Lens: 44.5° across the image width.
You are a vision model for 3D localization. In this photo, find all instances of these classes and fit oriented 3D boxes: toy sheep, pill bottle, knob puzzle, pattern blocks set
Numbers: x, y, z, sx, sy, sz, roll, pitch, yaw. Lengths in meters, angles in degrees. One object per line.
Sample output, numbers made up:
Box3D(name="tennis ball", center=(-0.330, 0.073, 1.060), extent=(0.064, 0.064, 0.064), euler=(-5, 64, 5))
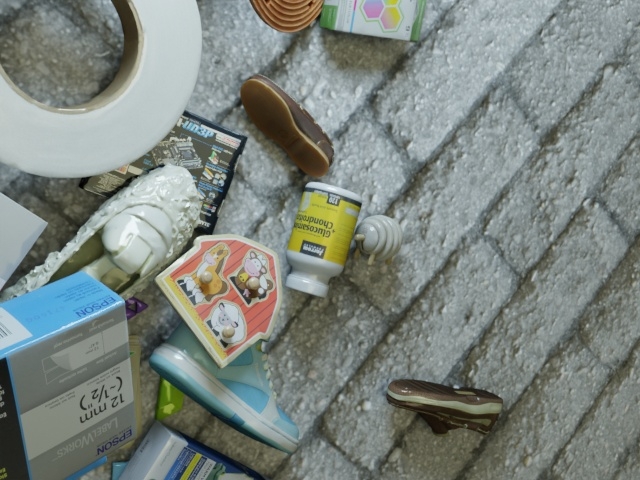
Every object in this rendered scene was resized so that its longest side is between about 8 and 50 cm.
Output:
Box3D(name="toy sheep", center=(0.101, -0.002, 1.389), extent=(0.132, 0.091, 0.091), euler=(-4, 97, -57))
Box3D(name="pill bottle", center=(0.000, 0.000, 1.336), extent=(0.103, 0.103, 0.184), euler=(17, 87, -24))
Box3D(name="knob puzzle", center=(-0.131, 0.072, 1.209), extent=(0.213, 0.030, 0.213), euler=(9, 72, -30))
Box3D(name="pattern blocks set", center=(-0.358, 0.239, 1.238), extent=(0.286, 0.026, 0.324), euler=(14, 89, -24))

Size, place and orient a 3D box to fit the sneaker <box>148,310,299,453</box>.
Box3D(name="sneaker", center=(-0.108, 0.205, 1.299), extent=(0.319, 0.127, 0.208), euler=(46, 65, -32))

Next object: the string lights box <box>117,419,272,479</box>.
Box3D(name="string lights box", center=(-0.192, 0.414, 1.284), extent=(0.260, 0.077, 0.133), euler=(37, 79, -30))

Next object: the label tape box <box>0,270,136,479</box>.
Box3D(name="label tape box", center=(-0.371, 0.245, 1.015), extent=(0.249, 0.115, 0.347), euler=(-26, 128, -41))

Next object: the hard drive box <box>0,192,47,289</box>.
Box3D(name="hard drive box", center=(-0.469, 0.020, 1.058), extent=(0.089, 0.232, 0.181), euler=(36, 80, -22))

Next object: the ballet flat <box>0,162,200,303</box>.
Box3D(name="ballet flat", center=(-0.321, 0.054, 1.139), extent=(0.409, 0.147, 0.147), euler=(-44, 110, -11))

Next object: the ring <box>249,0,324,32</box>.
Box3D(name="ring", center=(-0.042, -0.495, 1.214), extent=(0.336, 0.032, 0.336), euler=(-46, 145, -47))

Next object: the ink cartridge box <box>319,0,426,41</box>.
Box3D(name="ink cartridge box", center=(0.109, -0.407, 1.353), extent=(0.209, 0.062, 0.108), euler=(1, 108, -28))

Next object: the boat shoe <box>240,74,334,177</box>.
Box3D(name="boat shoe", center=(-0.053, -0.199, 1.321), extent=(0.207, 0.073, 0.073), euler=(50, 37, -23))

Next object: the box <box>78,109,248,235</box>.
Box3D(name="box", center=(-0.247, -0.125, 1.244), extent=(0.220, 0.051, 0.175), euler=(21, 86, -24))

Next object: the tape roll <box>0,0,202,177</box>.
Box3D(name="tape roll", center=(-0.354, -0.282, 1.079), extent=(0.392, 0.072, 0.391), euler=(-8, 104, -31))

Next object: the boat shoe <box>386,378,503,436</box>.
Box3D(name="boat shoe", center=(0.233, 0.326, 1.475), extent=(0.258, 0.095, 0.095), euler=(13, 95, -25))
